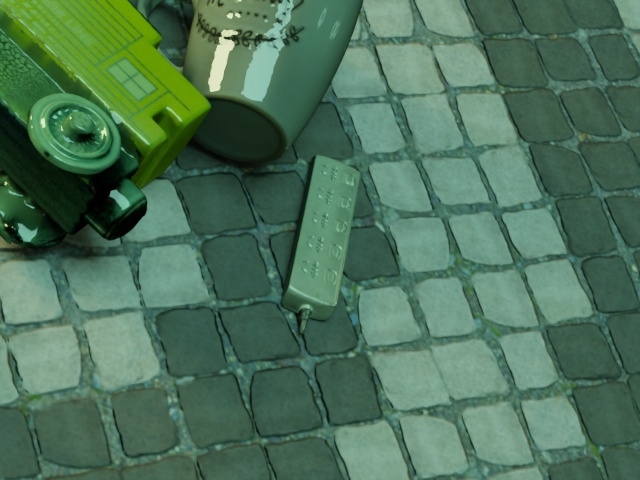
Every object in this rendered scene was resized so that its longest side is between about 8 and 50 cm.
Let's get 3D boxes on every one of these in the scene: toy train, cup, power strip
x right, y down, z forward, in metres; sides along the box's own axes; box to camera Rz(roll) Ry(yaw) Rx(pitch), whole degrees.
[{"bbox_3d":[-0.323,-0.193,1.920,0.442,0.179,0.272,45,44,5],"label":"toy train"},{"bbox_3d":[-0.103,-0.226,2.063,0.258,0.186,0.234,12,60,13],"label":"cup"},{"bbox_3d":[0.000,0.000,2.046,0.060,0.027,0.252,21,53,-14],"label":"power strip"}]
